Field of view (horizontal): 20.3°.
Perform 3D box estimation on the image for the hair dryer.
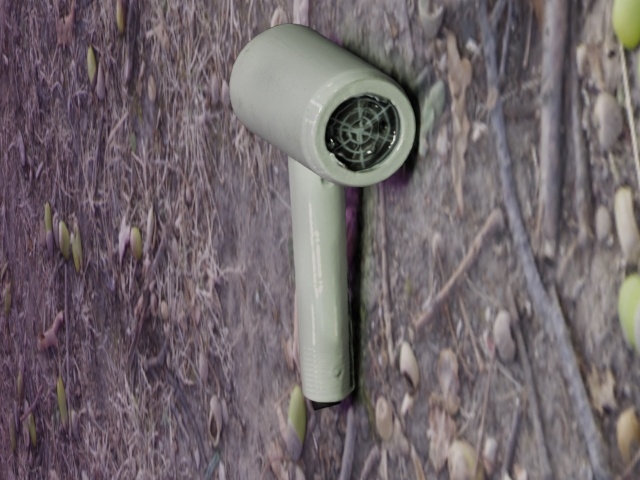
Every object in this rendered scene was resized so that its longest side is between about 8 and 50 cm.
[{"bbox_3d":[0.000,0.000,1.064,0.131,0.073,0.236,-139,46,-61],"label":"hair dryer"}]
